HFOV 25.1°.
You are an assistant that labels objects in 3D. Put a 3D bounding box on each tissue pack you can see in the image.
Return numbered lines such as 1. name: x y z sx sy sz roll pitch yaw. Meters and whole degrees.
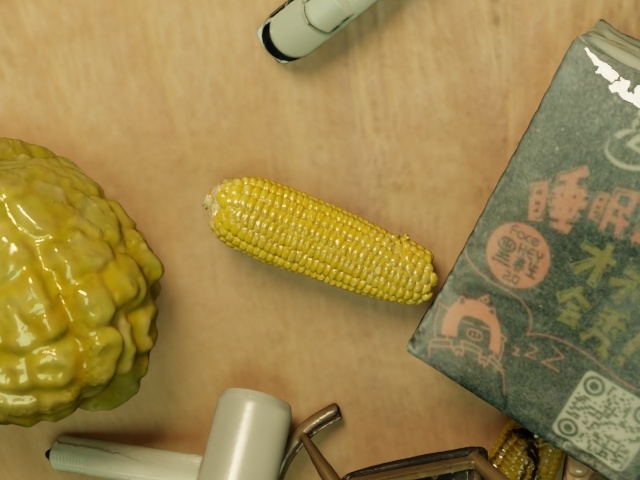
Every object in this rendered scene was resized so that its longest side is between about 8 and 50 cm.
1. tissue pack: 0.234 0.018 1.132 0.228 0.103 0.315 32 117 12

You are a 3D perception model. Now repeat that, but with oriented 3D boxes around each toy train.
1. toy train: 0.035 -0.205 1.105 0.207 0.047 0.043 -37 107 19

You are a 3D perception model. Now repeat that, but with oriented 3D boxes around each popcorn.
1. popcorn: -0.271 0.027 1.188 0.286 0.174 0.225 10 102 12

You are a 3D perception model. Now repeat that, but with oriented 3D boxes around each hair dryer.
1. hair dryer: -0.144 0.197 1.306 0.236 0.131 0.073 2 158 26

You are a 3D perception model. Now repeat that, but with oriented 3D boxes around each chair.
1. chair: 0.071 0.267 1.235 0.166 0.272 0.188 -5 108 -21

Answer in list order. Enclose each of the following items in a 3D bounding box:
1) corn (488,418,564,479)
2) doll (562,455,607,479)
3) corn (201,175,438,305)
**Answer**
1. corn: 0.165 0.237 1.301 0.072 0.072 0.203 19 116 -4
2. doll: 0.349 0.225 1.255 0.278 0.119 0.154 3 145 16
3. corn: 0.000 0.000 1.199 0.206 0.067 0.067 20 117 -6
